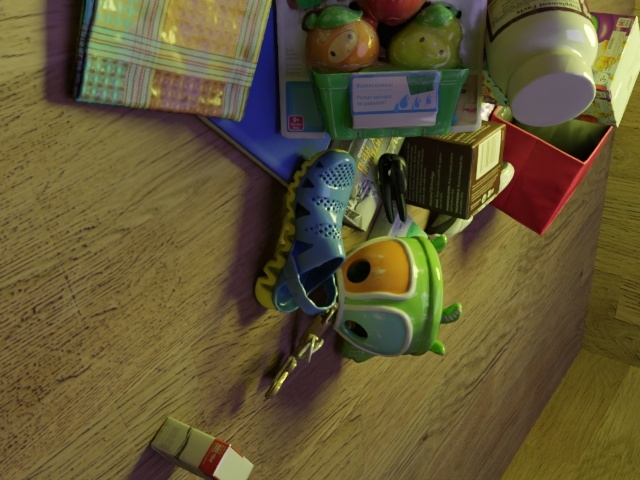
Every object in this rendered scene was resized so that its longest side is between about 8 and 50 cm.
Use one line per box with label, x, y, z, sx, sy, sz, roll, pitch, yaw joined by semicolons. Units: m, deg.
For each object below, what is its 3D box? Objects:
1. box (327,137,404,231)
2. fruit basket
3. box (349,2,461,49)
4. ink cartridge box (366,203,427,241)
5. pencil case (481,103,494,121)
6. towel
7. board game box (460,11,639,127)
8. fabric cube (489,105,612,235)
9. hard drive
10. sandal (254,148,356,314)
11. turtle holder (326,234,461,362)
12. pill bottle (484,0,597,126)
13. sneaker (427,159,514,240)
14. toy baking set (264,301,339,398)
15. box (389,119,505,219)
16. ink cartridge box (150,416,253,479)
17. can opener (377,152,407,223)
box;0.074;-0.154;1.406;0.183;0.056;0.231;37;74;-56
fruit basket;0.097;-0.327;1.082;0.165;0.327;0.353;-104;-167;-62
box;0.214;-0.528;1.327;0.312;0.179;0.343;21;87;-59
ink cartridge box;0.152;0.051;1.630;0.181;0.056;0.224;38;71;-55
pencil case;0.396;-0.369;1.774;0.088;0.086;0.206;24;80;-24
towel;-0.160;-0.340;0.898;0.271;0.040;0.370;-1;112;-44
board game box;0.413;-0.321;1.302;0.142;0.275;0.144;33;77;-57
fabric cube;0.559;-0.226;1.866;0.254;0.259;0.258;-45;160;-37
hard drive;-0.070;-0.229;1.164;0.319;0.040;0.210;36;74;-56
sandal;0.000;0.000;1.238;0.126;0.138;0.317;2;113;-41
turtle holder;0.128;0.120;1.479;0.320;0.227;0.243;130;-42;-74
pill bottle;0.340;-0.336;1.145;0.169;0.169;0.301;47;35;-54
sneaker;0.333;-0.129;1.777;0.268;0.153;0.101;-45;-167;11
toy baking set;-0.023;0.196;1.319;0.256;0.030;0.197;-54;-178;27
box;0.268;-0.169;1.558;0.168;0.203;0.167;-34;132;-45
ink cartridge box;-0.191;0.348;1.167;0.056;0.135;0.099;-60;146;-25
can opener;0.143;-0.099;1.439;0.186;0.059;0.073;83;11;-50
